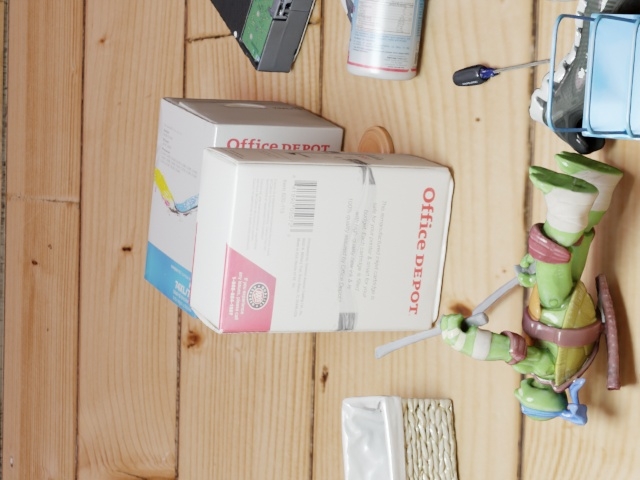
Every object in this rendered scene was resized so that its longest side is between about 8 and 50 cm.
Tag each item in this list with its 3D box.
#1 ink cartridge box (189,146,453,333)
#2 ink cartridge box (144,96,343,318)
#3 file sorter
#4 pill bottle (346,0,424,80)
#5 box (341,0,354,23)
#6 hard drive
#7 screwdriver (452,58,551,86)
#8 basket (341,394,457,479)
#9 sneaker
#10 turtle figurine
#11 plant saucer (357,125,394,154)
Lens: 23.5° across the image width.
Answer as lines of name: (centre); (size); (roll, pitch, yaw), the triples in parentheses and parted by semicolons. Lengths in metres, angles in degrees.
ink cartridge box: (0.000, 0.000, 1.852); (0.117, 0.283, 0.207); (-151, 64, -62)
ink cartridge box: (-0.111, -0.050, 2.144); (0.197, 0.198, 0.270); (31, 118, 59)
file sorter: (0.303, -0.148, 1.406); (0.170, 0.104, 0.118); (8, 97, 34)
pill bottle: (0.083, -0.281, 1.898); (0.087, 0.087, 0.160); (26, 112, 59)
box: (0.057, -0.326, 2.009); (0.081, 0.028, 0.136); (-60, 42, 44)
hard drive: (-0.095, -0.431, 2.253); (0.339, 0.064, 0.237); (58, 139, 45)
screwdriver: (0.208, -0.190, 1.746); (0.170, 0.024, 0.025); (4, 123, 55)
basket: (0.098, 0.268, 1.859); (0.113, 0.103, 0.167); (-15, 78, 61)
sneaker: (0.292, -0.180, 1.531); (0.106, 0.078, 0.234); (58, 140, 35)
turtle figurine: (0.193, 0.037, 1.584); (0.275, 0.198, 0.266); (41, 123, 50)
plant saucer: (0.069, -0.107, 2.003); (0.083, 0.013, 0.083); (-2, 88, 62)
